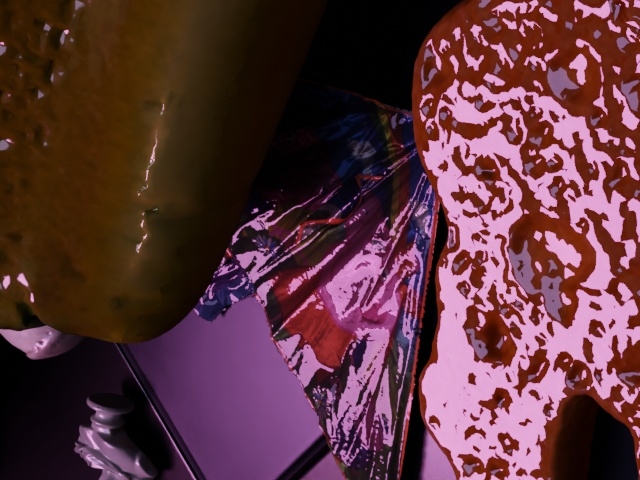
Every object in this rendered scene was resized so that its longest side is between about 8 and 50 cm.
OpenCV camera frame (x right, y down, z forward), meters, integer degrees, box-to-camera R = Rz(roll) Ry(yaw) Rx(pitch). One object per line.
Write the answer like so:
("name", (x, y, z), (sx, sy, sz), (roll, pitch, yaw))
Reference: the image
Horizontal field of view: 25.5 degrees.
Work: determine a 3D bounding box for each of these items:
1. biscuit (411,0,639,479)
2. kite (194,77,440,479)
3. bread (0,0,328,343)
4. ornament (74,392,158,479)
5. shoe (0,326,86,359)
("biscuit", (0.122, -0.017, 0.564), (0.202, 0.047, 0.334), (13, 114, 42))
("kite", (0.000, 0.000, 0.725), (0.234, 0.016, 0.321), (-37, 77, 45))
("bread", (-0.120, -0.135, 0.638), (0.251, 0.208, 0.376), (19, 122, -5))
("ornament", (-0.134, 0.143, 0.895), (0.068, 0.041, 0.092), (-18, 80, 42))
("shoe", (-0.260, -0.075, 0.824), (0.132, 0.210, 0.342), (-31, 80, 47))
